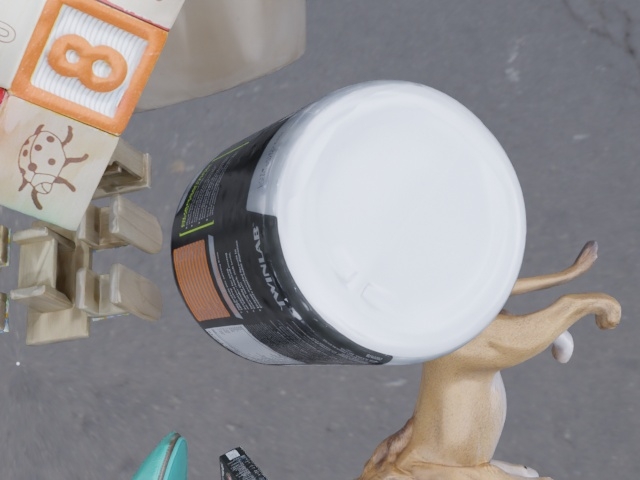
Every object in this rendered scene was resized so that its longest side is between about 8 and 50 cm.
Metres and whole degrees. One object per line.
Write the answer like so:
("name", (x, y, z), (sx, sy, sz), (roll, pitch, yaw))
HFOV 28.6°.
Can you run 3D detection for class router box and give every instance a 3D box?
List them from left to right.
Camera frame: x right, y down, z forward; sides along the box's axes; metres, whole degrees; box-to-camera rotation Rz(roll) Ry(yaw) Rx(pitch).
("router box", (-0.098, 0.356, 1.710), (0.038, 0.092, 0.122), (-22, 131, -26))

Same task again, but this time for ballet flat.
("ballet flat", (-0.197, 0.330, 1.358), (0.087, 0.083, 0.247), (2, 84, 15))

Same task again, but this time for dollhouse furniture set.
("dollhouse furniture set", (-0.270, -0.002, 1.366), (0.212, 0.161, 0.242), (-10, 69, 20))

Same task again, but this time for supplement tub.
("supplement tub", (0.000, 0.000, 0.954), (0.194, 0.316, 0.193), (2, 85, -22))

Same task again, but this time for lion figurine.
("lion figurine", (0.150, 0.177, 1.301), (0.240, 0.142, 0.392), (8, 97, -15))

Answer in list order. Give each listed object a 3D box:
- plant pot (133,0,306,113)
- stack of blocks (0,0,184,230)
("plant pot", (-0.141, -0.266, 1.057), (0.323, 0.323, 0.280), (-20, 106, -15))
("stack of blocks", (-0.103, -0.171, 0.419), (0.171, 0.087, 0.297), (22, 110, -19))
